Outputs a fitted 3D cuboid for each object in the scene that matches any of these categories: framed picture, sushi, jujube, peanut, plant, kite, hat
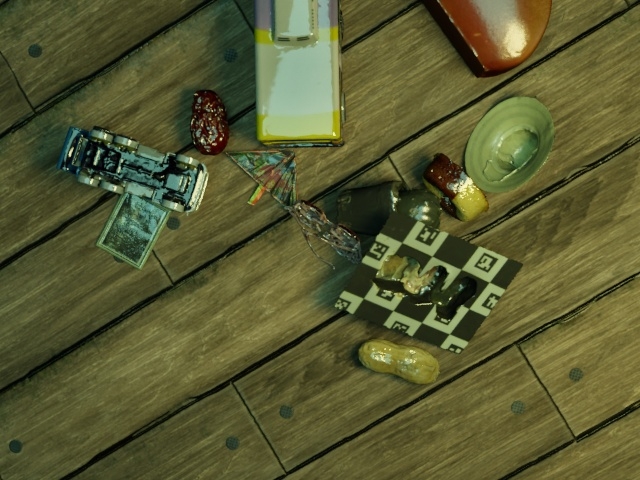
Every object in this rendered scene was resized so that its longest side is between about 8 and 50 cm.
[{"bbox_3d":[-0.486,-0.034,1.945,0.142,0.011,0.183,29,95,2],"label":"framed picture"},{"bbox_3d":[0.251,0.086,1.817,0.373,0.100,0.296,21,116,-18],"label":"sushi"},{"bbox_3d":[-0.275,-0.294,1.874,0.104,0.104,0.166,2,88,5],"label":"jujube"},{"bbox_3d":[0.196,0.299,1.871,0.214,0.099,0.099,16,94,9],"label":"peanut"},{"bbox_3d":[0.168,-0.075,1.818,0.256,0.164,0.142,3,93,16],"label":"plant"},{"bbox_3d":[-0.132,-0.167,1.896,0.241,0.014,0.183,37,106,-4],"label":"kite"},{"bbox_3d":[0.480,-0.213,1.801,0.110,0.252,0.252,25,96,-39],"label":"hat"}]

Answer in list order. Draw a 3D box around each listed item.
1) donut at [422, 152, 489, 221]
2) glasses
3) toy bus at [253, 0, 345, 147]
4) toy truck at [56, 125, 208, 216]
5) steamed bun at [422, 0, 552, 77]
[{"bbox_3d":[0.318,-0.122,1.797,0.073,0.166,0.184,-43,103,-7],"label":"donut"},{"bbox_3d":[0.004,-0.004,1.830,0.255,0.162,0.095,40,81,4],"label":"glasses"},{"bbox_3d":[-0.050,-0.446,1.768,0.209,0.249,0.440,0,93,5],"label":"toy bus"},{"bbox_3d":[-0.458,-0.176,1.848,0.367,0.175,0.146,19,90,3],"label":"toy truck"},{"bbox_3d":[0.386,-0.582,1.732,0.248,0.235,0.379,-34,90,8],"label":"steamed bun"}]
